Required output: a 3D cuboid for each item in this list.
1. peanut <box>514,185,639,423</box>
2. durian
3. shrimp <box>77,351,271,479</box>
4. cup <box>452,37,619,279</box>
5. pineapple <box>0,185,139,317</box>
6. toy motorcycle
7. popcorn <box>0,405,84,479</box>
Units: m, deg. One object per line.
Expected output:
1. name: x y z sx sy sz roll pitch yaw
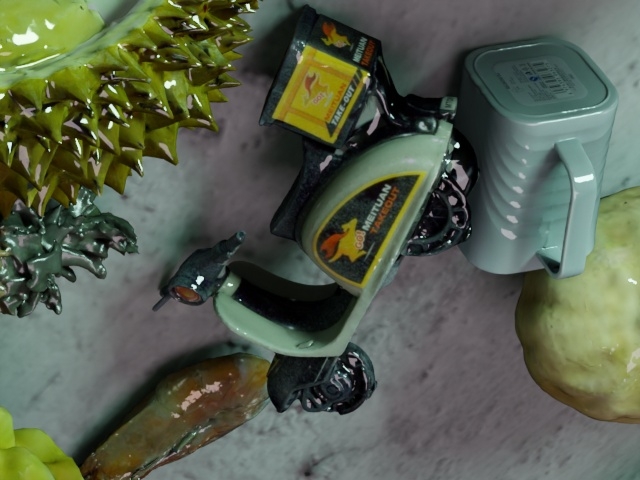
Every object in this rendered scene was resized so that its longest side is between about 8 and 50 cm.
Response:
1. peanut: 0.320 0.030 1.130 0.387 0.169 0.192 -10 171 -21
2. durian: -0.149 -0.102 0.811 0.306 0.166 0.172 -14 166 -7
3. shrimp: -0.112 0.144 1.126 0.190 0.042 0.101 -35 145 7
4. cup: 0.139 -0.044 1.007 0.095 0.128 0.129 -11 133 -16
5. pineapple: -0.202 0.008 0.912 0.197 0.108 0.108 -13 137 -32
6. toy motorcycle: 0.000 0.000 0.978 0.157 0.091 0.263 24 121 -5
7. popcorn: -0.273 0.187 0.945 0.258 0.224 0.270 23 158 -37
